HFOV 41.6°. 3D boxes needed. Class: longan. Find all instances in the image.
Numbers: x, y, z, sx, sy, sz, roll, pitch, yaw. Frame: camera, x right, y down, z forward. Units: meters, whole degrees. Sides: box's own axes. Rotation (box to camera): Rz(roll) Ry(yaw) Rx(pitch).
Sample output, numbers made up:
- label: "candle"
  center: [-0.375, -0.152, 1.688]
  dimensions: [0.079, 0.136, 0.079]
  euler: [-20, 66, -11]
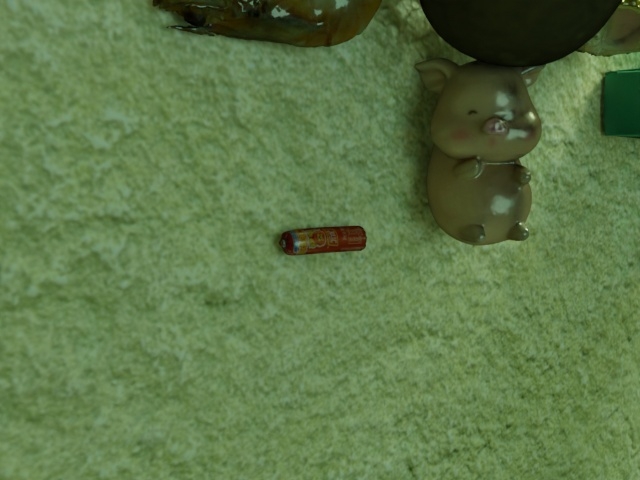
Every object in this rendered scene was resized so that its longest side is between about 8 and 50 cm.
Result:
- label: "longan"
  center: [0.271, -0.377, 1.023]
  dimensions: [0.350, 0.288, 0.288]
  euler: [-48, 125, 1]

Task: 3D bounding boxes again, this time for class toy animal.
- label: "toy animal"
  center: [0.218, -0.118, 1.130]
  dimensions: [0.166, 0.154, 0.250]
  euler: [-2, 101, -20]

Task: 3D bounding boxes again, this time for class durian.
- label: "durian"
  center: [0.399, -0.353, 1.237]
  dimensions: [0.249, 0.183, 0.138]
  euler: [19, 63, -39]

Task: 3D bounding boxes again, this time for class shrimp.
- label: "shrimp"
  center: [-0.045, -0.289, 0.931]
  dimensions: [0.287, 0.063, 0.152]
  euler: [-8, 124, -33]

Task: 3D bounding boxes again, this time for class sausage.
- label: "sausage"
  center: [0.000, 0.000, 1.041]
  dimensions: [0.129, 0.034, 0.034]
  euler: [-3, 97, -40]

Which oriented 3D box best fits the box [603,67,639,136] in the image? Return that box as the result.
- label: "box"
  center: [0.656, -0.229, 1.451]
  dimensions: [0.311, 0.205, 0.118]
  euler: [-2, 94, -41]
